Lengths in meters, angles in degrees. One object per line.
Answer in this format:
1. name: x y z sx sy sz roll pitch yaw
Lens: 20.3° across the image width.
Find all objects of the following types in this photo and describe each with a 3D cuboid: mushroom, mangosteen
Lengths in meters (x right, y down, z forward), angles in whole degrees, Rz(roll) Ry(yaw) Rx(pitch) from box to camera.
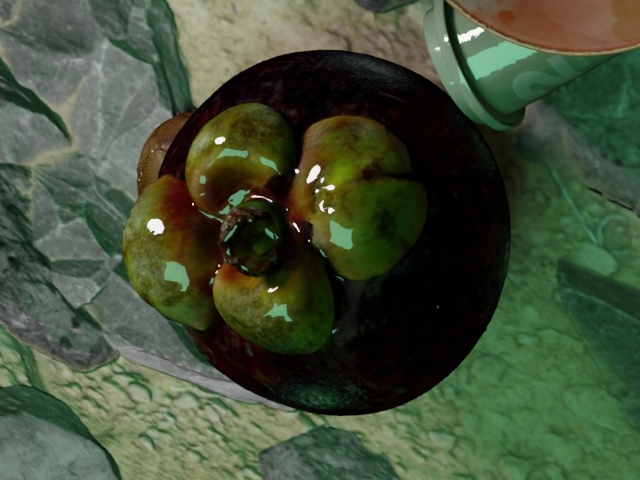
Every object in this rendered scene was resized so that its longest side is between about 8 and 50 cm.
1. mushroom: -0.104 -0.057 1.580 0.127 0.087 0.127 4 103 18
2. mangosteen: 0.006 0.002 1.404 0.300 0.300 0.300 16 131 19

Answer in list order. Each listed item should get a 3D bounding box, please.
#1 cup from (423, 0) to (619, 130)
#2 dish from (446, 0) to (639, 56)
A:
1. cup: 0.160 -0.156 1.327 0.141 0.120 0.120 -24 111 25
2. dish: 0.181 -0.259 1.214 0.260 0.085 0.260 3 103 13
